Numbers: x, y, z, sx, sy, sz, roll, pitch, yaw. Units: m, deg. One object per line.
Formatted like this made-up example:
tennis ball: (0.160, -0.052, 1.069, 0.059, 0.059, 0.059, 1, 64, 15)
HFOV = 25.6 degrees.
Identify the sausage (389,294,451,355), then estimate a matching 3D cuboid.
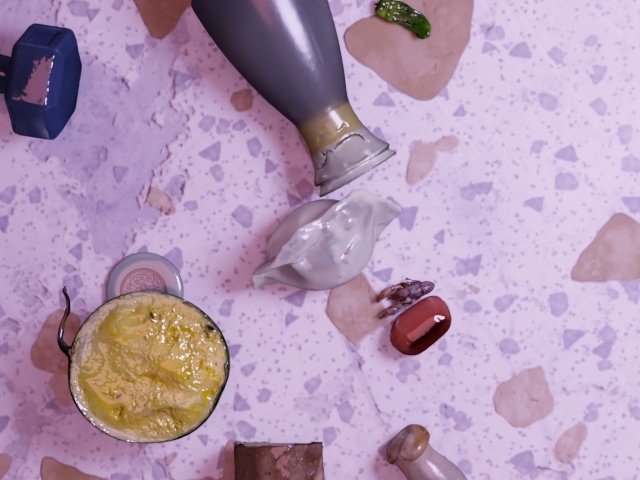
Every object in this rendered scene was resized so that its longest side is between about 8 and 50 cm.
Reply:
sausage: (0.137, 0.117, 1.931, 0.094, 0.059, 0.054, -39, 53, 2)

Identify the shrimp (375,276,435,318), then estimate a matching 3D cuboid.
shrimp: (0.112, 0.074, 1.946, 0.092, 0.029, 0.038, -32, 90, 6)

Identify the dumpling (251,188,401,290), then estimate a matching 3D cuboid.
dumpling: (0.000, 0.000, 1.891, 0.229, 0.151, 0.124, -34, 71, 4)

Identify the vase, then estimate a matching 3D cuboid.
vase: (-0.028, -0.224, 1.890, 0.173, 0.173, 0.321, -28, 95, 2)

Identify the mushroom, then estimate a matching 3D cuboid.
mushroom: (0.164, 0.350, 1.912, 0.088, 0.097, 0.212, -30, 89, 12)

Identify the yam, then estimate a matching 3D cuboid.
yam: (-0.047, 0.383, 1.902, 0.128, 0.129, 0.238, -7, 89, 3)

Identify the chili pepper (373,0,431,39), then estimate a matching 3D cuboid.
chili pepper: (0.115, -0.310, 1.947, 0.091, 0.034, 0.030, 30, 124, 1)

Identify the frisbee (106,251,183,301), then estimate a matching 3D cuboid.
frisbee: (-0.246, 0.071, 1.964, 0.110, 0.014, 0.110, 0, 91, 2)

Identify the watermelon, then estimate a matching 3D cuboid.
watermelon: (-0.236, 0.168, 1.908, 0.232, 0.127, 0.204, 4, 91, 0)

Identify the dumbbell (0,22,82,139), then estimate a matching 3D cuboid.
dumbbell: (-0.488, -0.236, 1.907, 0.316, 0.143, 0.156, 10, 91, 2)
